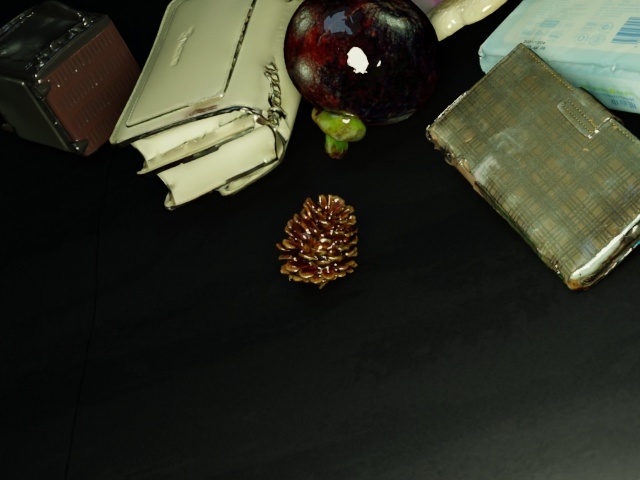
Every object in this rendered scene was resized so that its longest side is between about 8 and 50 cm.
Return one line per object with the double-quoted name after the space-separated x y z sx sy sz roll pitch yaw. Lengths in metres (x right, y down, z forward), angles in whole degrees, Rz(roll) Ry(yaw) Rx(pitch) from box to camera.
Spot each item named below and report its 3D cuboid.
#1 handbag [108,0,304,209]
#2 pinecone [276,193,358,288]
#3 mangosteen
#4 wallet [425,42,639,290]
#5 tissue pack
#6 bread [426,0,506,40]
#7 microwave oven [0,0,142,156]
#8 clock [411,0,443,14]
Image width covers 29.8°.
-0.125 -0.231 1.711 0.237 0.160 0.358 -20 37 30 "handbag"
0.004 0.001 1.409 0.109 0.102 0.102 -60 32 19 "pinecone"
0.051 -0.232 1.580 0.216 0.216 0.216 -19 38 15 "mangosteen"
0.255 -0.090 1.335 0.169 0.044 0.317 -43 44 6 "wallet"
0.347 -0.242 1.468 0.263 0.089 0.177 14 54 46 "tissue pack"
0.243 -0.353 1.647 0.251 0.039 0.182 -34 11 6 "bread"
-0.426 -0.264 1.935 0.247 0.188 0.178 18 58 45 "microwave oven"
0.154 -0.472 1.856 0.338 0.102 0.338 -18 38 15 "clock"
